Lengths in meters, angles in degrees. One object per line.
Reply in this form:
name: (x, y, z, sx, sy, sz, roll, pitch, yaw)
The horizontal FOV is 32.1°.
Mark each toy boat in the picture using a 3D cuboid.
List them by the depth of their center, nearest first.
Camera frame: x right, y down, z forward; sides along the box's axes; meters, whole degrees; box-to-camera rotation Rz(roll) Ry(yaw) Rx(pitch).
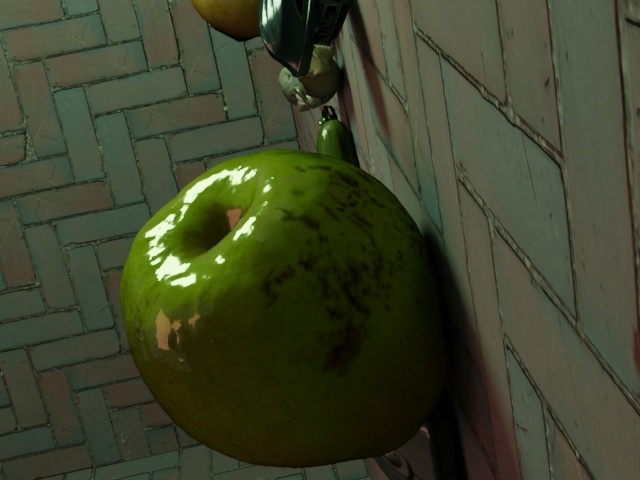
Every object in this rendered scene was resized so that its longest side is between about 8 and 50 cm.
toy boat: (-0.025, -0.336, 1.503, 0.114, 0.122, 0.296, 116, 157, -53)

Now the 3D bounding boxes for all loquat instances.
loquat: (-0.151, -0.523, 2.272, 0.235, 0.235, 0.235, 168, 90, -87)

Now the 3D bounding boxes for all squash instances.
squash: (0.041, -0.075, 1.895, 0.071, 0.080, 0.318, -10, 94, 49)

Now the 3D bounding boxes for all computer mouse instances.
computer mouse: (0.101, 0.214, 1.482, 0.371, 0.122, 0.188, -112, 9, -56)

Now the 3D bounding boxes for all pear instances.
pear: (-0.029, 0.092, 1.273, 0.391, 0.391, 0.391, 168, 90, -87)

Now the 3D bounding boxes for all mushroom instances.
mushroom: (-0.011, -0.278, 1.889, 0.096, 0.099, 0.278, 52, 176, -6)

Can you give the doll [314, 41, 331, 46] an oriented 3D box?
doll: (-0.031, -0.381, 1.817, 0.209, 0.097, 0.137, 72, 178, -60)
